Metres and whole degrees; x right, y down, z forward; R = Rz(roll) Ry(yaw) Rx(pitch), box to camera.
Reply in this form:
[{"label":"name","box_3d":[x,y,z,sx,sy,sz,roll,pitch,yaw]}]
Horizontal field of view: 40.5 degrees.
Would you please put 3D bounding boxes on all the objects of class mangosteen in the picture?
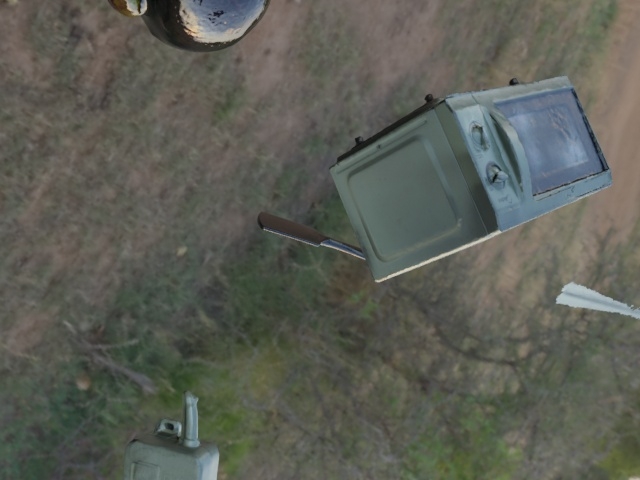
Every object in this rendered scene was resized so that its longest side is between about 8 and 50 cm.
[{"label":"mangosteen","box_3d":[-0.215,-0.413,1.300,0.302,0.275,0.275,-6,131,-24]}]

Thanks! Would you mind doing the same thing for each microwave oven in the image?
[{"label":"microwave oven","box_3d":[0.134,-0.064,0.775,0.163,0.129,0.205,-24,176,44]}]

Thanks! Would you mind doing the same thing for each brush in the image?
[{"label":"brush","box_3d":[0.000,0.000,1.249,0.063,0.193,0.016,-100,-151,-66]}]

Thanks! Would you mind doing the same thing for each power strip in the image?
[{"label":"power strip","box_3d":[-0.164,0.300,0.927,0.053,0.093,0.288,-14,111,-70]}]

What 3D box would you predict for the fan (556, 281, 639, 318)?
[{"label":"fan","box_3d":[0.464,0.108,1.027,0.012,0.414,0.233,-95,-160,-51]}]
